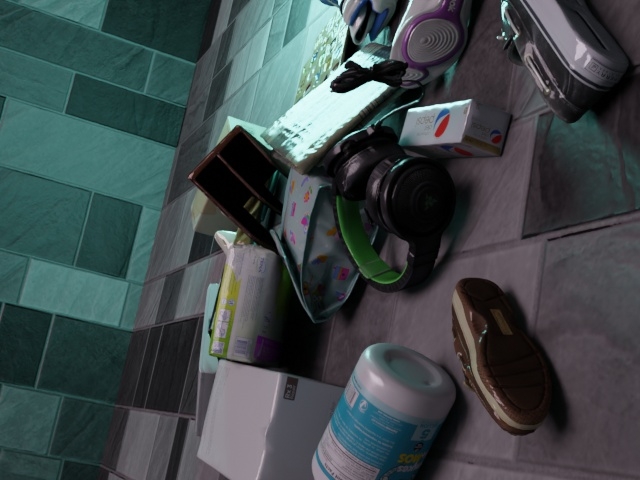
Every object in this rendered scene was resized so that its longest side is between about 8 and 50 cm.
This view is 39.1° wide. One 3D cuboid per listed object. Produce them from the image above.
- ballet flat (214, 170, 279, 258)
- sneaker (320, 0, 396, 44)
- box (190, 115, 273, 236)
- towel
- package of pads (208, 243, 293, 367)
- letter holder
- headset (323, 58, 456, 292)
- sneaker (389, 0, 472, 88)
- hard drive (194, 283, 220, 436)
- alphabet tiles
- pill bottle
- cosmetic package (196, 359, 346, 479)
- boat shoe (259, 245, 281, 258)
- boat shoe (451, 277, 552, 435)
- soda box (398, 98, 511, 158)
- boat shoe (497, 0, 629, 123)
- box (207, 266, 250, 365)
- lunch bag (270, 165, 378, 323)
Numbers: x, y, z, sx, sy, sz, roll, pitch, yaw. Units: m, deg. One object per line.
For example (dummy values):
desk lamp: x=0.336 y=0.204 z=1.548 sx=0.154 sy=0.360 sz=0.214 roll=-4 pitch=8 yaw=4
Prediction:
ballet flat: x=-0.194 y=-0.045 z=2.255 sx=0.116 sy=0.124 sz=0.342 roll=82 pitch=-161 yaw=-79
sneaker: x=0.064 y=-0.517 z=1.944 sx=0.323 sy=0.130 sz=0.236 roll=-20 pitch=53 yaw=57
box: x=-0.251 y=-0.169 z=2.514 sx=0.311 sy=0.121 sz=0.148 roll=-64 pitch=24 yaw=24
towel: x=0.042 y=-0.256 z=1.747 sx=0.324 sy=0.056 sz=0.312 roll=-40 pitch=25 yaw=-2
package of pads: x=-0.131 y=0.138 z=1.842 sx=0.296 sy=0.101 sz=0.229 roll=52 pitch=-133 yaw=-78
letter holder: x=-0.111 y=-0.088 z=1.925 sx=0.152 sy=0.214 sz=0.302 roll=-46 pitch=-16 yaw=4
headset: x=0.082 y=-0.093 z=1.407 sx=0.243 sy=0.185 sz=0.394 roll=44 pitch=140 yaw=44
sneaker: x=0.211 y=-0.406 z=1.564 sx=0.152 sy=0.114 sz=0.305 roll=-95 pitch=30 yaw=-73
hard drive: x=-0.268 y=0.295 z=2.176 sx=0.353 sy=0.047 sz=0.233 roll=103 pitch=170 yaw=-54
alphabet tiles: x=0.001 y=-0.407 z=2.148 sx=0.285 sy=0.011 sz=0.342 roll=-43 pitch=30 yaw=53
pill bottle: x=0.079 y=0.291 z=1.297 sx=0.146 sy=0.146 sz=0.264 roll=-116 pitch=46 yaw=-61
cosmetic package: x=-0.095 y=0.350 z=1.694 sx=0.385 sy=0.156 sz=0.217 roll=-3 pitch=72 yaw=67
boat shoe: x=-0.125 y=0.052 z=2.060 sx=0.083 sy=0.065 sz=0.183 roll=-59 pitch=3 yaw=6
boat shoe: x=0.221 y=0.159 z=1.135 sx=0.257 sy=0.095 sz=0.095 roll=-94 pitch=14 yaw=-55
soda box: x=0.205 y=-0.171 z=1.413 sx=0.216 sy=0.074 sz=0.069 roll=9 pitch=83 yaw=69
boat shoe: x=0.291 y=-0.288 z=1.213 sx=0.119 sy=0.121 sz=0.335 roll=-54 pitch=30 yaw=33
box: x=-0.190 y=0.192 z=2.010 sx=0.220 sy=0.051 sz=0.175 roll=81 pitch=-165 yaw=-49
lunch bag: x=0.000 y=0.000 z=1.700 sx=0.223 sy=0.160 sz=0.262 roll=-123 pitch=46 yaw=-66
